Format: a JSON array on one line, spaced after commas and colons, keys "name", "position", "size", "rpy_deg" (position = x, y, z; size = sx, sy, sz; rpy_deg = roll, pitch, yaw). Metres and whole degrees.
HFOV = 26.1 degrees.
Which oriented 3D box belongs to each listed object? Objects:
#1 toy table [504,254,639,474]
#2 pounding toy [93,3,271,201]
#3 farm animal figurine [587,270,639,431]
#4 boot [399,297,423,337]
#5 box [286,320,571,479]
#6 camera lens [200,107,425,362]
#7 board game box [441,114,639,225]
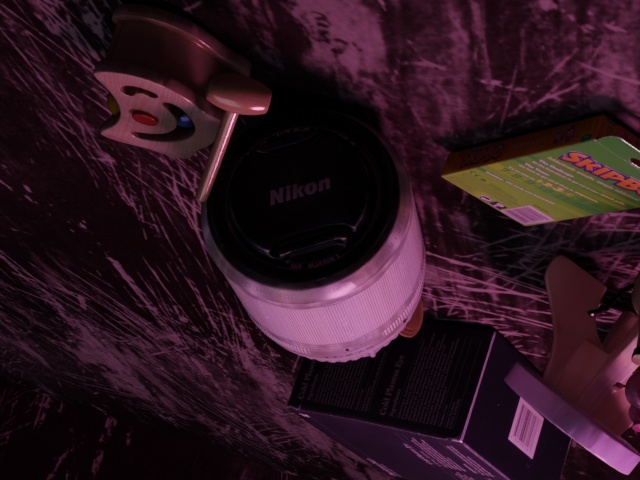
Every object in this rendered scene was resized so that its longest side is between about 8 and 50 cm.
[{"name": "toy table", "position": [0.330, 0.153, 1.592], "size": [0.252, 0.161, 0.274], "rpy_deg": [37, -178, -6]}, {"name": "pounding toy", "position": [-0.168, -0.133, 1.402], "size": [0.154, 0.155, 0.269], "rpy_deg": [22, 163, -20]}, {"name": "farm animal figurine", "position": [0.478, 0.119, 1.417], "size": [0.327, 0.172, 0.330], "rpy_deg": [-12, 133, 25]}, {"name": "boot", "position": [0.039, 0.062, 1.896], "size": [0.152, 0.073, 0.197], "rpy_deg": [-3, 139, 48]}, {"name": "box", "position": [0.180, 0.261, 2.145], "size": [0.312, 0.179, 0.343], "rpy_deg": [6, 157, 35]}, {"name": "camera lens", "position": [0.000, 0.000, 1.508], "size": [0.219, 0.219, 0.274], "rpy_deg": [15, 162, 15]}, {"name": "board game box", "position": [0.244, -0.065, 1.358], "size": [0.124, 0.039, 0.259], "rpy_deg": [28, 163, -26]}]
